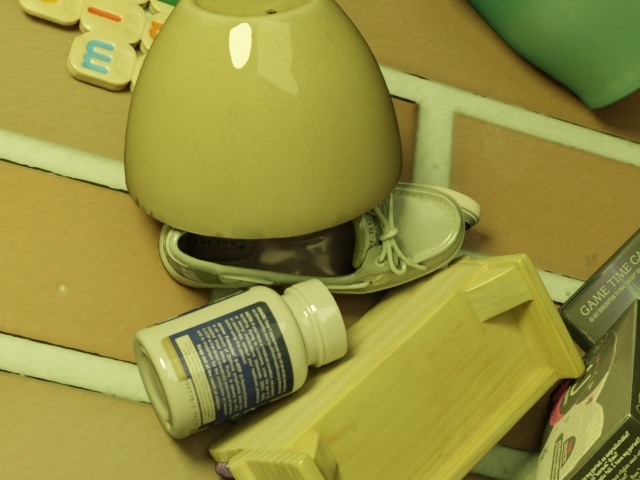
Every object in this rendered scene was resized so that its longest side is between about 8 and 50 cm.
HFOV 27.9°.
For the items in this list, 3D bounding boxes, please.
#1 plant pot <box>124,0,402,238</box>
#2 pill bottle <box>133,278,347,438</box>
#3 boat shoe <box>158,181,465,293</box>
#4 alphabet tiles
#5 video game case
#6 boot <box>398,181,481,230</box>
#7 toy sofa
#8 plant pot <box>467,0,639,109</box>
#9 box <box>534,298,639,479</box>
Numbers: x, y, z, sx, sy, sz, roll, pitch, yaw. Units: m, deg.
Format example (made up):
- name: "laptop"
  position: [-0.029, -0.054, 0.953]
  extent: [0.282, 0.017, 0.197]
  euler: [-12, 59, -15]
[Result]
- name: "plant pot"
  position: [-0.060, -0.155, 1.274]
  extent: [0.284, 0.191, 0.284]
  euler: [-1, 32, 1]
- name: "pill bottle"
  position: [-0.074, 0.106, 1.239]
  extent: [0.186, 0.112, 0.112]
  euler: [-20, 72, -19]
- name: "boat shoe"
  position: [-0.001, -0.003, 1.309]
  extent: [0.320, 0.103, 0.118]
  euler: [-1, 89, -11]
- name: "alphabet tiles"
  position: [-0.192, -0.281, 1.468]
  extent: [0.278, 0.021, 0.284]
  euler: [17, 59, -15]
- name: "video game case"
  position: [0.420, 0.130, 1.488]
  extent: [0.274, 0.026, 0.196]
  euler: [46, 57, 8]
- name: "boot"
  position: [0.081, -0.017, 1.416]
  extent: [0.190, 0.069, 0.086]
  euler: [11, 67, -6]
- name: "toy sofa"
  position: [0.078, 0.170, 1.279]
  extent: [0.362, 0.177, 0.150]
  euler: [-39, 107, -33]
- name: "plant pot"
  position: [0.325, -0.307, 1.558]
  extent: [0.271, 0.271, 0.255]
  euler: [-43, 100, -33]
- name: "box"
  position: [0.312, 0.198, 1.275]
  extent: [0.142, 0.163, 0.247]
  euler: [36, 28, -1]
